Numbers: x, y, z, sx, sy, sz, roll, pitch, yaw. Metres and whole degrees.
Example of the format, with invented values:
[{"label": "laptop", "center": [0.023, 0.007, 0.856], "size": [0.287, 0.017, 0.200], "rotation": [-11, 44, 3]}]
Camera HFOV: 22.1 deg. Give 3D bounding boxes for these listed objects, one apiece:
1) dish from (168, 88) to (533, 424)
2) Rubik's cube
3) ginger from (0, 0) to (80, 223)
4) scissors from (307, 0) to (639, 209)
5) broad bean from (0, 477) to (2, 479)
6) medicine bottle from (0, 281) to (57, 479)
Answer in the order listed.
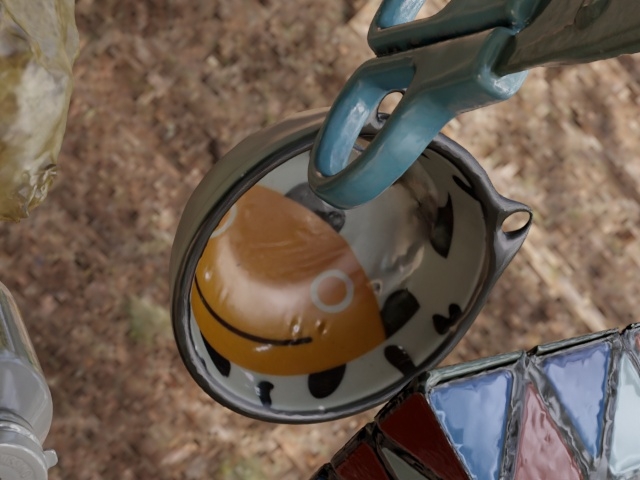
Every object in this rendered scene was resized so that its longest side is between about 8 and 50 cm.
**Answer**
[{"label": "dish", "center": [0.000, 0.000, 1.291], "size": [0.303, 0.303, 0.120], "rotation": [26, 17, -36]}, {"label": "Rubik's cube", "center": [0.062, 0.115, 0.895], "size": [0.234, 0.250, 0.284], "rotation": [50, 52, -56]}, {"label": "ginger", "center": [-0.267, -0.084, 0.583], "size": [0.166, 0.375, 0.236], "rotation": [-104, -171, -74]}, {"label": "scissors", "center": [0.110, -0.101, 0.765], "size": [0.029, 0.193, 0.447], "rotation": [31, -10, -19]}, {"label": "broad bean", "center": [-0.197, 0.085, 0.686], "size": [0.153, 0.072, 0.206], "rotation": [32, -3, 22]}, {"label": "medicine bottle", "center": [-0.281, 0.124, 1.280], "size": [0.135, 0.135, 0.215], "rotation": [25, 20, -37]}]
